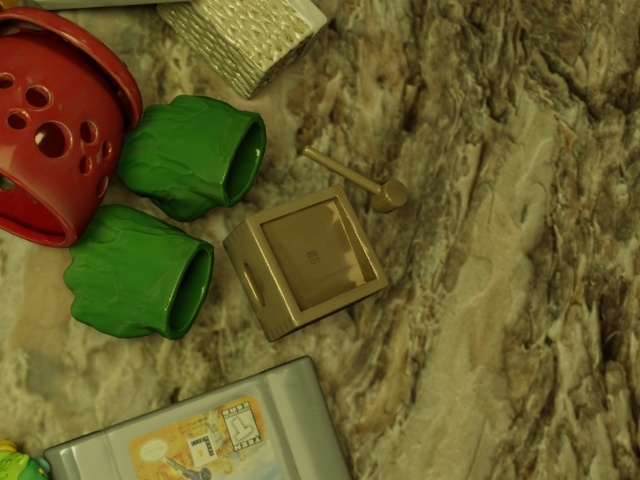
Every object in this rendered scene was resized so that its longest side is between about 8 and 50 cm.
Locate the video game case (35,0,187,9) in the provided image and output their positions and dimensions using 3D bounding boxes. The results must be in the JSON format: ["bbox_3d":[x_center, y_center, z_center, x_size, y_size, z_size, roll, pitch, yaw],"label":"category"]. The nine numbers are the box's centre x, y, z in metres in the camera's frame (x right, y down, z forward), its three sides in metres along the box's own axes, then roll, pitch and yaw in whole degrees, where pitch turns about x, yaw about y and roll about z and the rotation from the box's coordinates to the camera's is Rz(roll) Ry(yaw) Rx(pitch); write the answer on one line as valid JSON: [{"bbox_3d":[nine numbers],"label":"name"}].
[{"bbox_3d":[-0.198,-0.390,0.941,0.204,0.025,0.285,4,74,24],"label":"video game case"}]

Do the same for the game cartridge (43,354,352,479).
[{"bbox_3d":[-0.113,0.260,0.892,0.297,0.062,0.198,-18,81,-21],"label":"game cartridge"}]

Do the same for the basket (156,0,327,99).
[{"bbox_3d":[-0.095,-0.257,0.969,0.167,0.113,0.103,44,72,-5],"label":"basket"}]

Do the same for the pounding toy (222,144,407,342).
[{"bbox_3d":[0.001,-0.010,0.967,0.206,0.094,0.181,-22,82,-30],"label":"pounding toy"}]

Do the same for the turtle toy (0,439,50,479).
[{"bbox_3d":[-0.292,0.259,0.810,0.066,0.095,0.130,14,107,-21],"label":"turtle toy"}]

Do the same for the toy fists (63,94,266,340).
[{"bbox_3d":[-0.165,-0.029,0.892,0.142,0.096,0.279,16,73,18],"label":"toy fists"}]

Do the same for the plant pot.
[{"bbox_3d":[-0.277,-0.110,0.823,0.191,0.191,0.174,33,65,-10],"label":"plant pot"}]

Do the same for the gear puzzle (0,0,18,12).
[{"bbox_3d":[-0.389,-0.352,0.905,0.175,0.044,0.338,-15,80,-51],"label":"gear puzzle"}]
